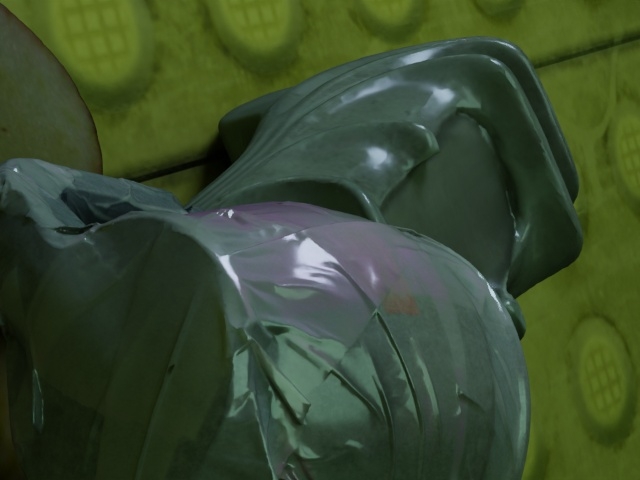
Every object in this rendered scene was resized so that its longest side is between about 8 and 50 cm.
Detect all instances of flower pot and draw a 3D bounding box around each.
[{"bbox_3d":[0.000,0.000,1.054,0.367,0.254,0.164,-47,117,-47],"label":"flower pot"}]

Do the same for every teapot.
[{"bbox_3d":[-0.035,0.036,0.730,0.178,0.163,0.221,21,43,-49],"label":"teapot"}]

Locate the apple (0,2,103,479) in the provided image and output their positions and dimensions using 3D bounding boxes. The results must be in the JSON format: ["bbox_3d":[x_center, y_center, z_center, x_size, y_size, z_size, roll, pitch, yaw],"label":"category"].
[{"bbox_3d":[-0.188,0.048,0.754,0.365,0.329,0.295,-16,130,-65],"label":"apple"}]
